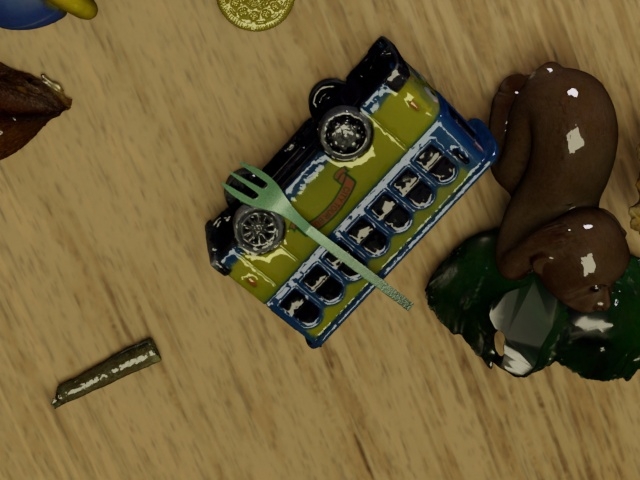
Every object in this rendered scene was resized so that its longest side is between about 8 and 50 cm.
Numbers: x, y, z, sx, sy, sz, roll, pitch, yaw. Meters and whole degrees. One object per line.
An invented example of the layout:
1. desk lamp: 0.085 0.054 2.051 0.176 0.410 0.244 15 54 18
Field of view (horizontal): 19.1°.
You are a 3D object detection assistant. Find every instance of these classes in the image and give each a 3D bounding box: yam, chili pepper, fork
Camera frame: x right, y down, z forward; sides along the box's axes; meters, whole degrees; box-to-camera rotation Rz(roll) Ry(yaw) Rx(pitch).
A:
1. yam: -0.237 0.144 2.060 0.129 0.027 0.033 -25 142 1
2. chili pepper: 0.250 0.072 2.046 0.264 0.116 0.148 15 104 -13
3. fork: 0.000 -0.001 1.895 0.235 0.021 0.039 37 106 -17

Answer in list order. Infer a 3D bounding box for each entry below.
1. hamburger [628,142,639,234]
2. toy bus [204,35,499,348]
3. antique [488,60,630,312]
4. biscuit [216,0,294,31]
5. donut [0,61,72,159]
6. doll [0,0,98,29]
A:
1. hamburger: 0.436 -0.053 1.966 0.262 0.131 0.124 -15 115 -45
2. toy bus: 0.028 -0.052 1.963 0.175 0.138 0.288 40 101 -17
3. antique: 0.252 -0.053 1.942 0.121 0.143 0.257 -2 87 -21
4. biscuit: -0.066 -0.254 1.938 0.084 0.023 0.084 -2 110 -6
5. donut: -0.399 -0.146 1.877 0.295 0.151 0.112 26 115 -16
6. doll: -0.226 -0.291 1.812 0.311 0.159 0.242 33 82 23
